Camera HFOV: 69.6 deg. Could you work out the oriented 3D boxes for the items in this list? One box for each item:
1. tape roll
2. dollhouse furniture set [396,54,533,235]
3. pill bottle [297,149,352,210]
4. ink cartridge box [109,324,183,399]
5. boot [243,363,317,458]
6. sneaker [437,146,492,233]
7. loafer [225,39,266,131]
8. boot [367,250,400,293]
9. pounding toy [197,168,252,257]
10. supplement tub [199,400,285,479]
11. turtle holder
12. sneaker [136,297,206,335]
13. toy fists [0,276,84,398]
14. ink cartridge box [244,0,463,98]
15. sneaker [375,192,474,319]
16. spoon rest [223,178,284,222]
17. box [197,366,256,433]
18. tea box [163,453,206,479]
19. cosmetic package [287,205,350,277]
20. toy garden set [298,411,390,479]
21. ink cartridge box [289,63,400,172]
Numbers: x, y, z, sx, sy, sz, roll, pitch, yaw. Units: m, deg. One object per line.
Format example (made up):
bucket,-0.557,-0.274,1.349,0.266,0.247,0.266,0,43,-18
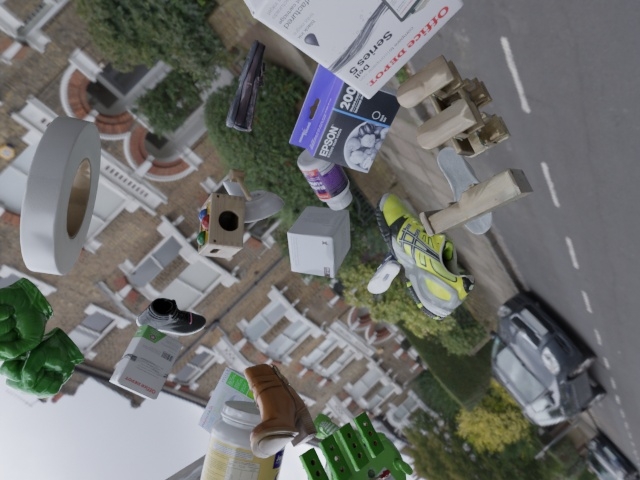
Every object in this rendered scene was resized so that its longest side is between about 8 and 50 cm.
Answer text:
tape roll,-0.629,-0.108,1.138,0.072,0.392,0.392,11,-166,-17
dollhouse furniture set,0.224,-0.153,0.792,0.212,0.161,0.242,-10,-106,-54
pill bottle,0.021,-0.183,1.366,0.193,0.108,0.108,55,176,-39
ink cartridge box,-0.625,0.440,1.661,0.092,0.219,0.160,-15,134,45
boot,-0.126,0.400,1.139,0.220,0.109,0.283,54,-166,27
sneaker,0.482,-0.155,1.477,0.169,0.108,0.293,8,-119,-60
loafer,-0.238,-0.525,1.585,0.095,0.303,0.109,17,-167,-20
boot,0.235,0.112,1.655,0.069,0.190,0.086,28,-135,-8
pounding toy,-0.235,-0.079,1.109,0.094,0.206,0.181,7,164,-24
supplement tub,-0.240,0.692,1.432,0.241,0.331,0.241,12,169,2
turtle holder,0.104,0.718,1.464,0.320,0.243,0.227,22,159,-9
sneaker,-0.598,0.317,1.928,0.295,0.147,0.105,12,-132,-35
toy fists,-0.612,0.219,0.963,0.096,0.142,0.279,17,133,31
ink cartridge box,0.045,-0.343,0.624,0.272,0.198,0.115,11,-136,-53
sneaker,0.276,0.015,1.226,0.145,0.147,0.385,14,-137,-49
spoon rest,-0.193,-0.105,1.273,0.276,0.137,0.084,39,149,55
box,-0.344,0.699,1.918,0.231,0.262,0.127,15,162,38
tea box,-0.394,0.953,1.584,0.329,0.220,0.324,-6,-101,-56
cosmetic package,0.000,0.000,1.494,0.184,0.151,0.151,-56,-32,-53
toy garden set,0.072,0.576,1.142,0.244,0.049,0.204,-12,-112,-46
ink cartridge box,0.057,-0.276,1.070,0.208,0.206,0.045,13,-144,-18
